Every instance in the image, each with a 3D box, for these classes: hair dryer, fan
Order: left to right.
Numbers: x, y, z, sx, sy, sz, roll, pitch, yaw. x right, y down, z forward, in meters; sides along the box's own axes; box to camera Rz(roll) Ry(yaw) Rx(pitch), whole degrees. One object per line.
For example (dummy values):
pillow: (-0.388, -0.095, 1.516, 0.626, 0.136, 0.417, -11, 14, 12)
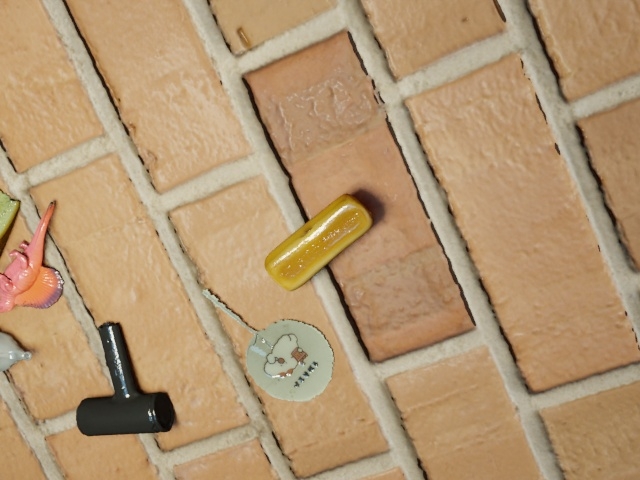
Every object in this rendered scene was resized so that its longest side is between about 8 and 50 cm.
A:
hair dryer: (-0.434, 0.296, 1.983, 0.197, 0.089, 0.251, -8, 96, 17)
fan: (-0.116, 0.206, 1.911, 0.329, 0.009, 0.190, 38, 112, -4)

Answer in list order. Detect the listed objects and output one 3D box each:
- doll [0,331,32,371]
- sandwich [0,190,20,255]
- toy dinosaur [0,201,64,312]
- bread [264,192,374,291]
doll: (-0.725, 0.241, 2.021, 0.228, 0.075, 0.102, 1, 97, 22)
sandwich: (-0.717, 0.012, 1.942, 0.090, 0.088, 0.244, 31, 110, -2)
toy dinosaur: (-0.593, 0.063, 1.953, 0.139, 0.070, 0.286, 38, 108, -12)
bread: (0.000, 0.000, 1.789, 0.239, 0.074, 0.092, -39, 102, 20)
